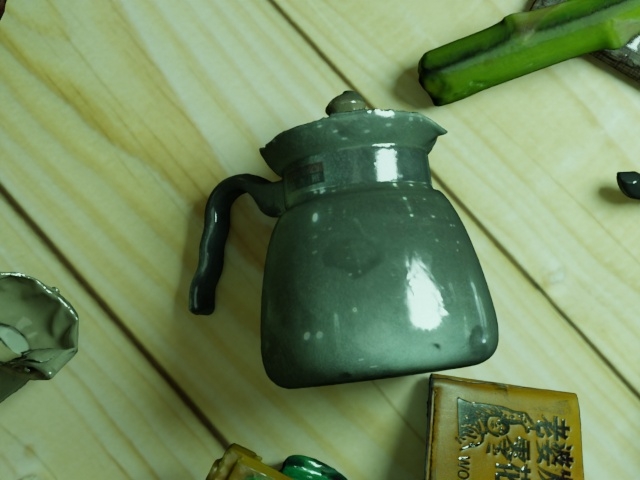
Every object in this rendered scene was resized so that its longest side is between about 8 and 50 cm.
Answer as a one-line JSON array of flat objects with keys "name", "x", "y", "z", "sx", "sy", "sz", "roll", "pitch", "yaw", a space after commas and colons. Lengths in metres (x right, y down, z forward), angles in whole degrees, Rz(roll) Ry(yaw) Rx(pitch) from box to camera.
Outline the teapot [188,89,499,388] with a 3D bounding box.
[{"name": "teapot", "x": 0.022, "y": -0.001, "z": 0.908, "sx": 0.223, "sy": 0.305, "sz": 0.285, "roll": -1, "pitch": 79, "yaw": -32}]

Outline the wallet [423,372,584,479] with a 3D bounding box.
[{"name": "wallet", "x": 0.182, "y": 0.221, "z": 0.887, "sx": 0.161, "sy": 0.042, "sz": 0.195, "roll": 9, "pitch": 49, "yaw": 2}]

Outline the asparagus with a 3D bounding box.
[{"name": "asparagus", "x": 0.234, "y": -0.206, "z": 0.912, "sx": 0.278, "sy": 0.060, "sz": 0.067, "roll": -16, "pitch": 98, "yaw": 16}]

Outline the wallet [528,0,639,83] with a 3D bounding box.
[{"name": "wallet", "x": 0.342, "y": -0.226, "z": 0.939, "sx": 0.230, "sy": 0.042, "sz": 0.124, "roll": 31, "pitch": 97, "yaw": 7}]

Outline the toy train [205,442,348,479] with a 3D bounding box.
[{"name": "toy train", "x": 0.027, "y": 0.349, "z": 0.841, "sx": 0.429, "sy": 0.249, "sz": 0.178, "roll": 26, "pitch": 91, "yaw": 4}]

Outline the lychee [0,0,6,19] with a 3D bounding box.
[{"name": "lychee", "x": -0.450, "y": -0.283, "z": 0.876, "sx": 0.306, "sy": 0.306, "sz": 0.330, "roll": -37, "pitch": 63, "yaw": 2}]

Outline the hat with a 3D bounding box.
[{"name": "hat", "x": -0.355, "y": 0.105, "z": 0.976, "sx": 0.175, "sy": 0.085, "sz": 0.147, "roll": -37, "pitch": 97, "yaw": 25}]

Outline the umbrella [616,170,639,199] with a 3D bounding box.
[{"name": "umbrella", "x": 0.428, "y": -0.062, "z": 0.924, "sx": 0.248, "sy": 0.071, "sz": 0.071, "roll": -4, "pitch": 88, "yaw": 8}]
